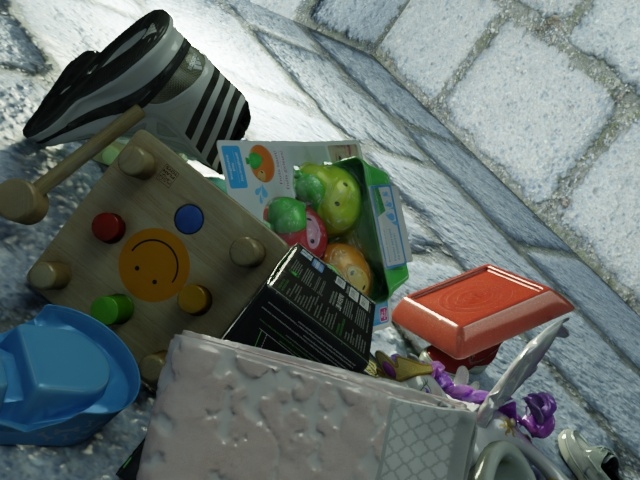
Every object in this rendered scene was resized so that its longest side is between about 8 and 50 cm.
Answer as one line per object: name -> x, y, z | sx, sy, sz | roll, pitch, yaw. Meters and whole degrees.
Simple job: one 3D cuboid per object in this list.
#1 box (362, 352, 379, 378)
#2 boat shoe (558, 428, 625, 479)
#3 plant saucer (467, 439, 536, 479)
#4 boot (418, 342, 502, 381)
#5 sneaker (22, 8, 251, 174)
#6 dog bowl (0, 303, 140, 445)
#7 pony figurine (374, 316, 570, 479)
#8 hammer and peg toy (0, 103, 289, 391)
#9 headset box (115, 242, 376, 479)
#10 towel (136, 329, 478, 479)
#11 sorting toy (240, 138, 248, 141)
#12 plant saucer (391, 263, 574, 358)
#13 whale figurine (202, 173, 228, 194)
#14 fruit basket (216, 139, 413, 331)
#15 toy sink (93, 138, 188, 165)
box -> 0.001, 0.178, 1.357 | 0.175, 0.051, 0.220 | 4, 38, -53
boat shoe -> 0.526, 0.428, 1.582 | 0.079, 0.081, 0.228 | 22, 26, -30
plant saucer -> 0.193, 0.428, 0.931 | 0.400, 0.100, 0.401 | -13, 90, -69
boot -> 0.297, 0.180, 1.620 | 0.088, 0.176, 0.244 | 48, 26, 25
sneaker -> -0.278, -0.172, 1.324 | 0.257, 0.447, 0.169 | 40, 61, -29
dog bowl -> -0.341, 0.142, 0.907 | 0.297, 0.074, 0.166 | 15, 30, -42
pony figurine -> 0.253, 0.287, 1.281 | 0.351, 0.303, 0.364 | -15, 69, -52
hammer and peg toy -> -0.248, -0.009, 1.094 | 0.361, 0.266, 0.127 | 40, 3, 6
headset box -> -0.075, 0.168, 0.959 | 0.131, 0.283, 0.246 | 38, 12, -1
towel -> -0.021, 0.276, 0.762 | 0.316, 0.332, 0.053 | 16, -10, -19
sorting toy -> -0.181, -0.192, 1.845 | 0.102, 0.061, 0.042 | 34, -13, -24
plant saucer -> 0.293, 0.118, 1.596 | 0.258, 0.048, 0.259 | -20, 18, -19
whale figurine -> -0.180, -0.060, 1.375 | 0.272, 0.216, 0.141 | -87, 165, -60
fruit basket -> 0.000, 0.000, 1.305 | 0.353, 0.165, 0.327 | -7, 85, -59
toy sink -> -0.326, -0.210, 1.524 | 0.131, 0.153, 0.234 | 20, 28, -34
